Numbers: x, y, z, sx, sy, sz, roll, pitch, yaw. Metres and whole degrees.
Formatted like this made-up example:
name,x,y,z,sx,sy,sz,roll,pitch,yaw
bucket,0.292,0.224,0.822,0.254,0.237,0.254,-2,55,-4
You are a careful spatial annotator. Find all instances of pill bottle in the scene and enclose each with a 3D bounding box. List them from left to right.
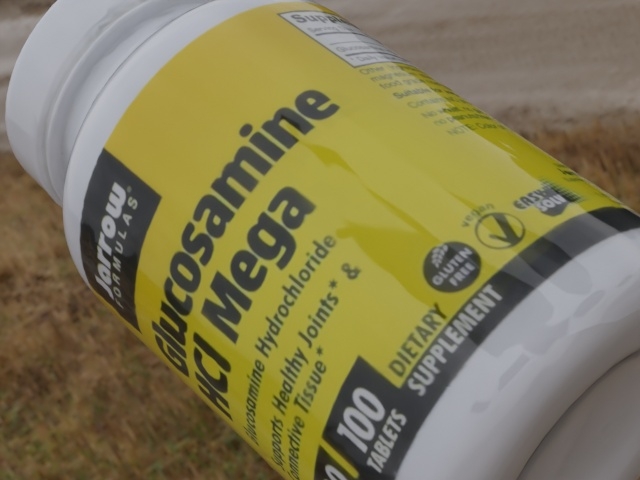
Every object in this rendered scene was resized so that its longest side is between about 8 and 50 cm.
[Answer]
name,x,y,z,sx,sy,sz,roll,pitch,yaw
pill bottle,0.000,0.000,0.642,0.188,0.188,0.334,-38,56,-22
